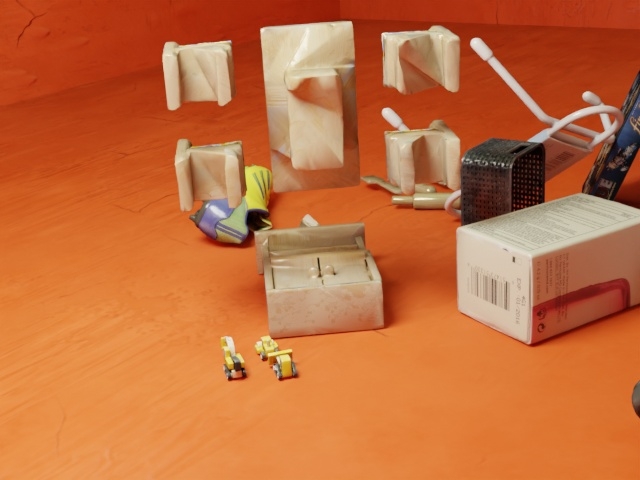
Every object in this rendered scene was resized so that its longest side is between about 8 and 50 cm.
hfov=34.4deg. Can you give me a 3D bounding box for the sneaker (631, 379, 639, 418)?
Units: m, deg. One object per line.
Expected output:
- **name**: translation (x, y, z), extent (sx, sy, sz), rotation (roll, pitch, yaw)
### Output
- **sneaker**: translation (0.449, 0.090, 1.098), extent (0.281, 0.106, 0.162), rotation (-22, 41, 9)

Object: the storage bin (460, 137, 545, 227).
- **storage bin**: translation (0.275, -0.055, 1.552), extent (0.084, 0.180, 0.122), rotation (11, 24, 33)

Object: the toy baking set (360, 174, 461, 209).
- **toy baking set**: translation (0.200, -0.094, 1.906), extent (0.256, 0.030, 0.197), rotation (-1, 17, 5)

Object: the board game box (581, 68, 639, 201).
- **board game box**: translation (0.505, -0.164, 1.730), extent (0.042, 0.243, 0.165), rotation (24, 24, 7)

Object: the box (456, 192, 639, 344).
- **box**: translation (0.316, 0.032, 1.385), extent (0.232, 0.126, 0.149), rotation (-15, 22, -29)

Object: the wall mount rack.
- **wall mount rack**: translation (0.288, -0.173, 1.645), extent (0.304, 0.130, 0.350), rotation (13, -34, -37)

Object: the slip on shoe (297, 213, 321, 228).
- **slip on shoe**: translation (0.000, 0.000, 1.662), extent (0.041, 0.051, 0.135), rotation (-47, 38, -2)

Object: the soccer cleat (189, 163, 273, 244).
- **soccer cleat**: translation (-0.130, -0.056, 1.809), extent (0.121, 0.093, 0.289), rotation (31, 22, 5)

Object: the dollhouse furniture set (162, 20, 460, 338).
- **dollhouse furniture set**: translation (-0.011, -0.102, 1.421), extent (0.362, 0.394, 0.256), rotation (-5, 19, -4)

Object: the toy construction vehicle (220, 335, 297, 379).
- **toy construction vehicle**: translation (-0.079, 0.141, 1.286), extent (0.086, 0.035, 0.098), rotation (-8, 20, -11)
